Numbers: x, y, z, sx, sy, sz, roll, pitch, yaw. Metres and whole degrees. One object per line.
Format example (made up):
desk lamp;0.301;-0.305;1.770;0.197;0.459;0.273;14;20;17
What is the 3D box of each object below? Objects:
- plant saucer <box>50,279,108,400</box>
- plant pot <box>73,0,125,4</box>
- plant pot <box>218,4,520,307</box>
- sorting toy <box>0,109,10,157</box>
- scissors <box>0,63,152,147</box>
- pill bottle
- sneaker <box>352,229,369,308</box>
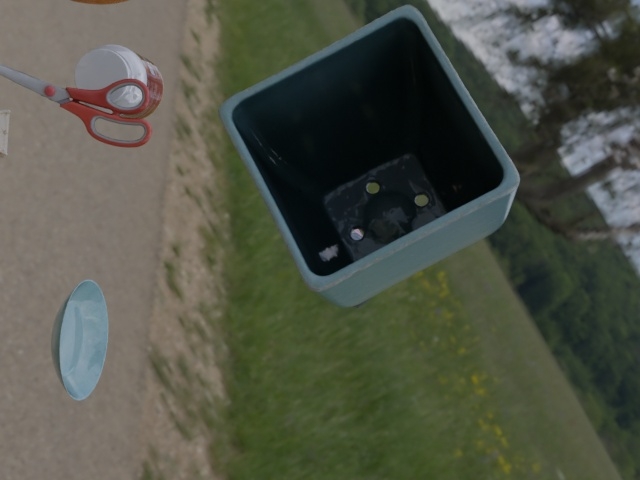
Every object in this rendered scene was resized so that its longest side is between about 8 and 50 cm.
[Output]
plant saucer;-0.395;0.159;1.904;0.195;0.037;0.195;3;90;-79
plant pot;-0.372;-0.571;1.968;0.291;0.291;0.203;63;-18;20
plant pot;0.065;-0.063;1.358;0.248;0.247;0.252;62;0;21
sorting toy;-0.568;-0.178;2.057;0.075;0.045;0.083;140;-48;-61
scissors;-0.405;-0.216;1.836;0.021;0.297;0.109;-130;-130;-84
pill bottle;-0.345;-0.268;2.011;0.121;0.121;0.216;61;5;0
sneaker;0.000;0.000;1.819;0.131;0.112;0.319;38;-3;-21
